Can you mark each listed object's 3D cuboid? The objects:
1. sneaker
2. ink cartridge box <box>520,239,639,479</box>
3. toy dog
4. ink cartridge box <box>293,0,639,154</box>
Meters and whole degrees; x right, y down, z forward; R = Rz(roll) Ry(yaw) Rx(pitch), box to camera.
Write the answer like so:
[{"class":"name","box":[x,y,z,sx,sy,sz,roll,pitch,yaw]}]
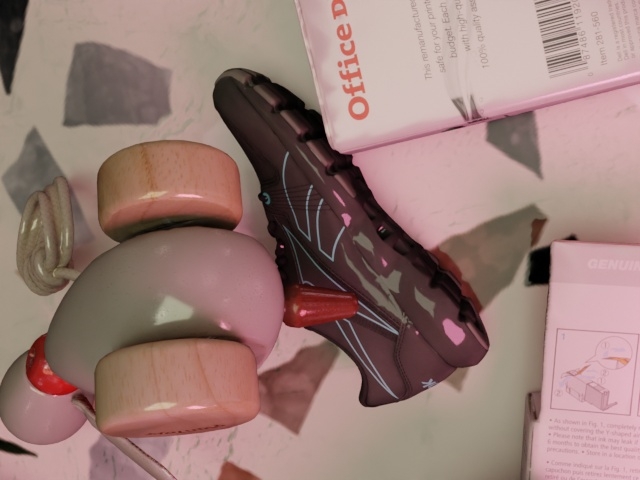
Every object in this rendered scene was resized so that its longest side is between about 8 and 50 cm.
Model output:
[{"class":"sneaker","box":[0.000,0.000,0.533,0.106,0.101,0.267,-39,88,17]},{"class":"ink cartridge box","box":[0.290,0.130,0.511,0.296,0.066,0.261,3,99,10]},{"class":"toy dog","box":[-0.102,0.065,0.514,0.161,0.333,0.220,11,83,-31]},{"class":"ink cartridge box","box":[0.100,-0.157,0.496,0.219,0.092,0.160,-12,95,12]}]
